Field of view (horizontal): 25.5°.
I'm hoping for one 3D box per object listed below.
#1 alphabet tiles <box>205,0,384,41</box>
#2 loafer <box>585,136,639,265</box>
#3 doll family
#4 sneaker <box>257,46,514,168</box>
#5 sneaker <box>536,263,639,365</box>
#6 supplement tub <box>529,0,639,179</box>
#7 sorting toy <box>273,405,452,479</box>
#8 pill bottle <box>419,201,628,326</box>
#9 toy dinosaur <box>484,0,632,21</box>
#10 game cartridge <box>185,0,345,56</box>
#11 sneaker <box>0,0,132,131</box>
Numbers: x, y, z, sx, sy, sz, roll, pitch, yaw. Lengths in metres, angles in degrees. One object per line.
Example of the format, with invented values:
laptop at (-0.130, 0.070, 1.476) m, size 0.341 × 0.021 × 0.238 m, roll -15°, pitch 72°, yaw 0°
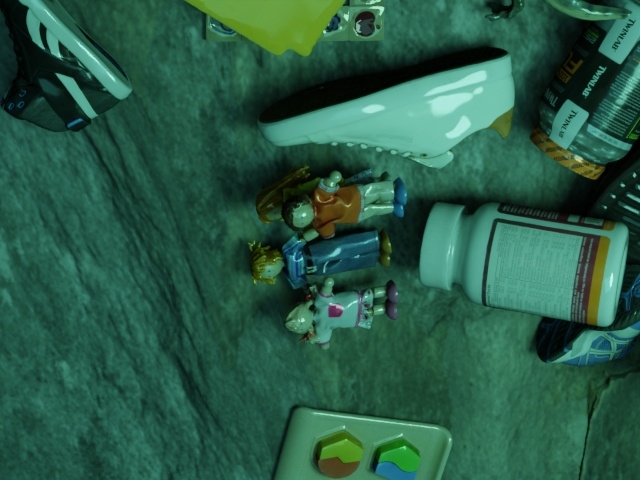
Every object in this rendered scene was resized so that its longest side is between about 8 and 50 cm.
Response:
alphabet tiles at (-0.025, -0.329, 1.515) m, size 0.198 × 0.009 × 0.237 m, roll -1°, pitch 113°, yaw -7°
loafer at (0.427, -0.107, 1.608) m, size 0.134 × 0.130 × 0.366 m, roll 30°, pitch 125°, yaw -8°
doll family at (0.000, 0.000, 1.622) m, size 0.163 × 0.118 × 0.263 m, roll -9°, pitch 133°, yaw -10°
sneaker at (0.079, -0.123, 1.565) m, size 0.290 × 0.106 × 0.123 m, roll -12°, pitch 112°, yaw -3°
sneaker at (0.351, 0.092, 1.687) m, size 0.081 × 0.080 × 0.211 m, roll 18°, pitch 148°, yaw -26°
supplement tub at (0.321, -0.171, 1.570) m, size 0.117 × 0.117 × 0.190 m, roll 26°, pitch 107°, yaw -17°
sorting toy at (0.046, 0.310, 1.789) m, size 0.208 × 0.038 × 0.193 m, roll 11°, pitch 112°, yaw -12°
pill bottle at (0.232, 0.022, 1.609) m, size 0.221 × 0.121 × 0.121 m, roll 10°, pitch 114°, yaw 15°
toy dinosaur at (0.194, -0.293, 1.513) m, size 0.268 × 0.064 × 0.118 m, roll 41°, pitch 135°, yaw -6°
game cartridge at (-0.053, -0.384, 1.457) m, size 0.285 × 0.052 × 0.323 m, roll 30°, pitch 107°, yaw -18°
sneaker at (-0.313, -0.199, 1.495) m, size 0.121 × 0.079 × 0.217 m, roll -39°, pitch 114°, yaw 9°
